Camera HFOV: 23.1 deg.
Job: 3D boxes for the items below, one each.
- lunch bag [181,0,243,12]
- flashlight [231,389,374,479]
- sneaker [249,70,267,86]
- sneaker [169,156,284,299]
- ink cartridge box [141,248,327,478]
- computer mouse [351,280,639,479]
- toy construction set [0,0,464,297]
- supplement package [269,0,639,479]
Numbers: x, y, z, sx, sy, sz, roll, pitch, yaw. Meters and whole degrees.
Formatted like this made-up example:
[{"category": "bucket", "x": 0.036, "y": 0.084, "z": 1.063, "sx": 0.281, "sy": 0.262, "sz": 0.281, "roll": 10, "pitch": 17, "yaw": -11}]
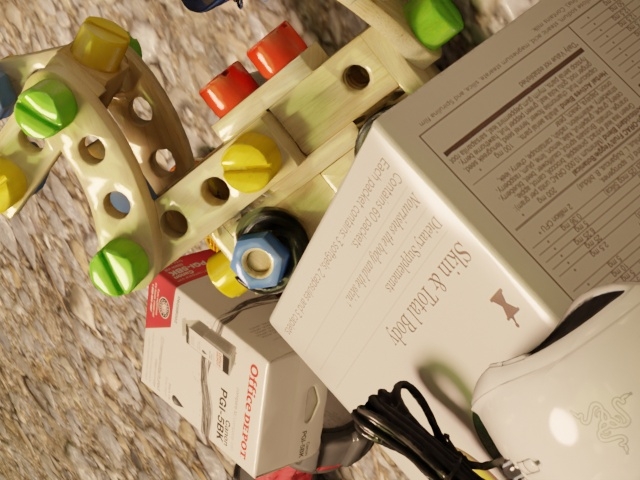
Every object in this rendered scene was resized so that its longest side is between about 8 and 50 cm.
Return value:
[{"category": "lunch bag", "x": -0.068, "y": -0.179, "z": 0.910, "sx": 0.098, "sy": 0.065, "sz": 0.067, "roll": 57, "pitch": 155, "yaw": -8}, {"category": "flashlight", "x": -0.019, "y": 0.173, "z": 1.245, "sx": 0.103, "sy": 0.103, "sz": 0.304, "roll": 43, "pitch": 152, "yaw": 14}, {"category": "sneaker", "x": 0.000, "y": 0.000, "z": 1.010, "sx": 0.217, "sy": 0.079, "sz": 0.121, "roll": 51, "pitch": 155, "yaw": 2}, {"category": "sneaker", "x": -0.057, "y": -0.001, "z": 1.123, "sx": 0.175, "sy": 0.067, "sz": 0.064, "roll": 40, "pitch": 154, "yaw": 30}, {"category": "ink cartridge box", "x": -0.060, "y": 0.082, "z": 1.065, "sx": 0.135, "sy": 0.056, "sz": 0.099, "roll": 34, "pitch": 128, "yaw": 39}, {"category": "computer mouse", "x": 0.076, "y": 0.070, "z": 0.547, "sx": 0.106, "sy": 0.042, "sz": 0.193, "roll": 51, "pitch": 152, "yaw": 8}, {"category": "toy construction set", "x": -0.048, "y": -0.085, "z": 0.847, "sx": 0.215, "sy": 0.151, "sz": 0.327, "roll": 51, "pitch": 131, "yaw": -5}, {"category": "supplement package", "x": 0.151, "y": 0.040, "z": 0.661, "sx": 0.263, "sy": 0.198, "sz": 0.199, "roll": 48, "pitch": 154, "yaw": 10}]
